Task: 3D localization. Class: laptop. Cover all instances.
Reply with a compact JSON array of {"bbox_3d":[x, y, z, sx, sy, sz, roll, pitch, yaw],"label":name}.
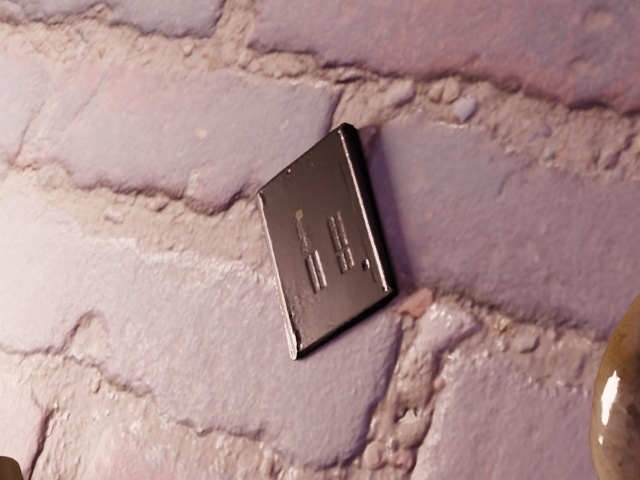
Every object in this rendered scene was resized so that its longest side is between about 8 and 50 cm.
[{"bbox_3d":[0.000,0.000,1.797,0.135,0.016,0.197,-36,51,29],"label":"laptop"}]

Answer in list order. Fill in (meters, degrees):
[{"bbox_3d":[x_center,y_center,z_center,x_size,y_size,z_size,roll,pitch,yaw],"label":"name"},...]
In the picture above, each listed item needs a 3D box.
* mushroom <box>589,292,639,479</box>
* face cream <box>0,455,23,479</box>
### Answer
[{"bbox_3d":[0.274,0.097,1.366,0.195,0.189,0.253,32,92,44],"label":"mushroom"},{"bbox_3d":[-0.296,0.377,1.877,0.137,0.084,0.341,-35,59,30],"label":"face cream"}]
